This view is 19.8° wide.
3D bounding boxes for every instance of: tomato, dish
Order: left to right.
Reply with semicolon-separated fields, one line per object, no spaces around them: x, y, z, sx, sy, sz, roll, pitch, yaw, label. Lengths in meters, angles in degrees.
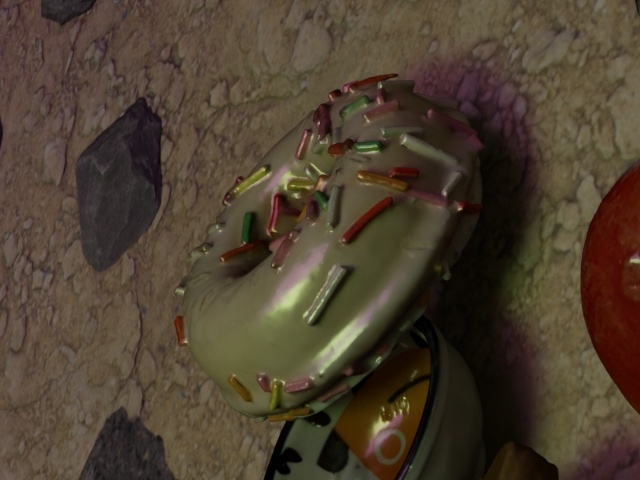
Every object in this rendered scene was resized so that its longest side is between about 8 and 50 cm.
0.064;0.214;1.719;0.303;0.120;0.303;-46;26;30;dish
0.299;0.016;1.448;0.309;0.170;0.309;-27;55;46;tomato

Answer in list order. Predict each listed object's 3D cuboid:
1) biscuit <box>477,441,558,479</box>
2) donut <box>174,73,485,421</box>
0.109;0.378;1.503;0.394;0.076;0.368;-67;-1;-56;biscuit
0.000;0.000;1.813;0.382;0.142;0.382;-45;21;23;donut
